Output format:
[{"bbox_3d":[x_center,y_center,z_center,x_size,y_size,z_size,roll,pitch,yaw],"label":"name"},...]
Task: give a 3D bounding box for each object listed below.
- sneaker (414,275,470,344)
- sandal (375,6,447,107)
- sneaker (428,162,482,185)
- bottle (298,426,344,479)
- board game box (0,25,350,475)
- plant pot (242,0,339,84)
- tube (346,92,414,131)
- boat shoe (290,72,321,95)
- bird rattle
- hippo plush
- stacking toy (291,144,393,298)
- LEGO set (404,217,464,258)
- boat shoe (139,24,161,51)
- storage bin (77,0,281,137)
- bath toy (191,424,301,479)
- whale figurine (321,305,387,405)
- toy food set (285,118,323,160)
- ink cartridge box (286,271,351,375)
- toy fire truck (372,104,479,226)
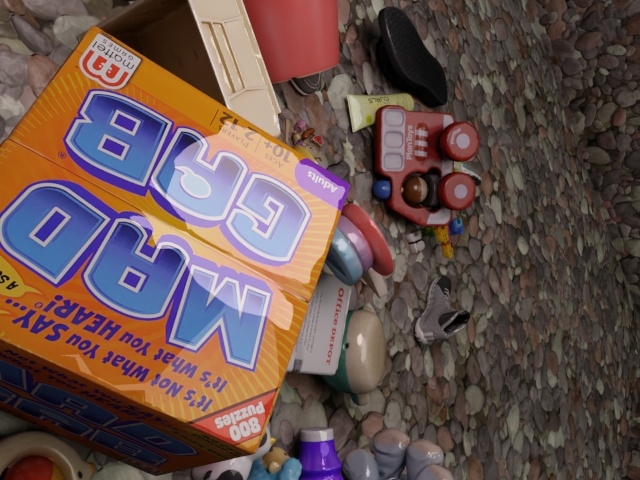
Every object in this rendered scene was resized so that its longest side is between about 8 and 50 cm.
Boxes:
[{"bbox_3d":[0.346,0.183,1.741,0.086,0.132,0.228,53,47,-28],"label":"sneaker"},{"bbox_3d":[0.235,-0.476,1.797,0.446,0.107,0.167,26,61,-58],"label":"sandal"},{"bbox_3d":[0.381,-0.225,1.902,0.275,0.107,0.110,28,53,-43],"label":"sneaker"},{"bbox_3d":[0.000,0.511,1.274,0.092,0.118,0.282,6,76,-46],"label":"bottle"},{"bbox_3d":[-0.241,0.046,0.823,0.356,0.356,0.356,30,57,-16],"label":"board game box"},{"bbox_3d":[-0.082,-0.447,1.290,0.275,0.275,0.243,-37,120,-47],"label":"plant pot"},{"bbox_3d":[0.152,-0.339,1.687,0.240,0.062,0.070,-19,62,-45],"label":"tube"},{"bbox_3d":[-0.048,-0.496,1.452,0.112,0.095,0.335,-19,97,-50],"label":"boat shoe"},{"bbox_3d":[-0.406,0.354,0.862,0.253,0.143,0.207,36,43,-24],"label":"bird rattle"},{"bbox_3d":[0.198,0.571,1.397,0.294,0.234,0.236,-99,162,-45],"label":"hippo plush"},{"bbox_3d":[0.000,0.000,1.286,0.130,0.309,0.279,-34,147,-13],"label":"stacking toy"},{"bbox_3d":[0.335,0.001,1.806,0.227,0.087,0.093,-19,96,-49],"label":"LEGO set"},{"bbox_3d":[-0.206,-0.301,1.198,0.324,0.117,0.096,54,39,-12],"label":"boat shoe"},{"bbox_3d":[-0.225,-0.253,1.062,0.123,0.262,0.260,-31,106,-51],"label":"storage bin"},{"bbox_3d":[-0.181,0.321,1.093,0.348,0.129,0.151,47,50,-32],"label":"bath toy"},{"bbox_3d":[0.073,0.250,1.432,0.272,0.141,0.216,44,47,-67],"label":"whale figurine"},{"bbox_3d":[-0.030,-0.231,1.475,0.122,0.019,0.078,15,71,-48],"label":"toy food set"},{"bbox_3d":[-0.080,0.143,1.239,0.273,0.114,0.197,18,79,-46],"label":"ink cartridge box"},{"bbox_3d":[0.252,-0.188,1.683,0.254,0.169,0.302,0,97,-18],"label":"toy fire truck"}]
